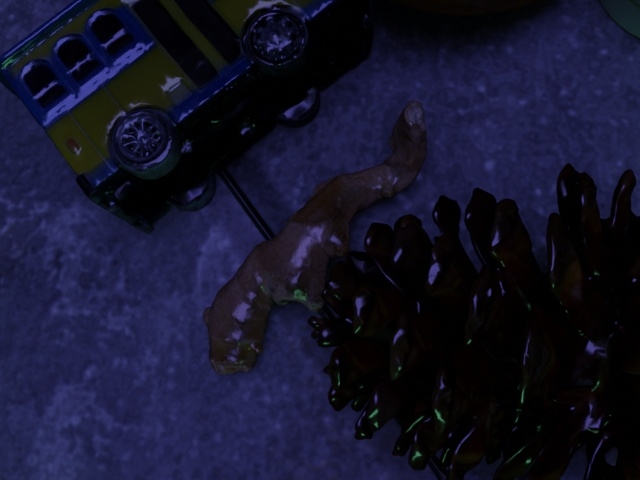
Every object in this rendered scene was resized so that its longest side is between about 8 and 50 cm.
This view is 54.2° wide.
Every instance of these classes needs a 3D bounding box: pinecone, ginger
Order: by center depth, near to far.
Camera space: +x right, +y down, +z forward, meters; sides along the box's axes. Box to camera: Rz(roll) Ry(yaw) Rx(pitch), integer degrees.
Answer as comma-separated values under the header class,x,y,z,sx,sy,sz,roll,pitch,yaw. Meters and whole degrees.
class,x,y,z,sx,sy,sz,roll,pitch,yaw
pinecone,0.131,0.065,0.439,0.292,0.246,0.246,5,77,23
ginger,0.000,0.000,0.542,0.288,0.075,0.089,-46,53,-1

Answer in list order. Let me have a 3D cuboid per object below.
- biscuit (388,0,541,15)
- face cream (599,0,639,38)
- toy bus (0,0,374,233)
class,x,y,z,sx,sy,sz,roll,pitch,yaw
biscuit,0.120,-0.367,0.604,0.314,0.063,0.368,-16,68,-14
face cream,0.341,-0.277,0.529,0.177,0.153,0.177,-2,75,6
toy bus,-0.107,-0.159,0.558,0.287,0.138,0.175,-39,77,-4
